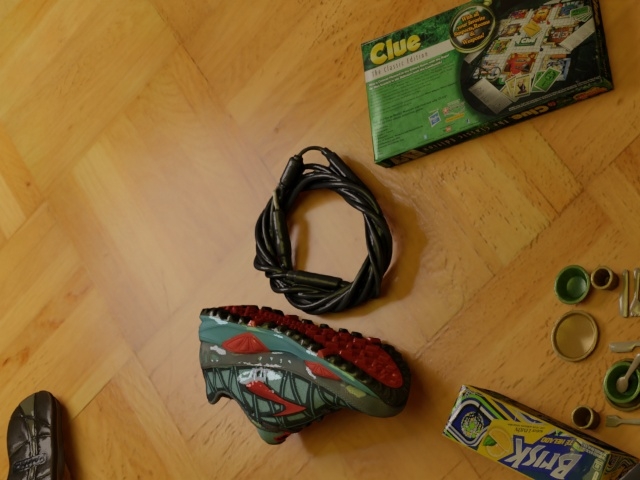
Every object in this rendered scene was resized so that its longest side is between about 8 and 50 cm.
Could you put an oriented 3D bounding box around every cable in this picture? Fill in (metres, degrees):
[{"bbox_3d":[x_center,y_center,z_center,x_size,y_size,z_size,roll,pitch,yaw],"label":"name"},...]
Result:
[{"bbox_3d":[0.000,0.000,1.827,0.150,0.047,0.184,-51,55,14],"label":"cable"}]

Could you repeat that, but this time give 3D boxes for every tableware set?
[{"bbox_3d":[0.250,0.095,1.630,0.104,0.024,0.154,-6,74,36],"label":"tableware set"}]

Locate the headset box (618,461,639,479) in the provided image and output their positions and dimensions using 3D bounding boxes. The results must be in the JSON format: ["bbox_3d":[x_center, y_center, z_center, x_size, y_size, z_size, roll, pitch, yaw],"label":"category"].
[{"bbox_3d":[0.350,0.257,1.340,0.110,0.293,0.218,-46,55,18],"label":"headset box"}]

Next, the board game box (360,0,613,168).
[{"bbox_3d":[0.158,-0.172,1.771,0.259,0.030,0.136,-18,69,32],"label":"board game box"}]

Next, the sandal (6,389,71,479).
[{"bbox_3d":[-0.310,0.271,1.977,0.090,0.060,0.219,-20,51,24],"label":"sandal"}]

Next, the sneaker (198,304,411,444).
[{"bbox_3d":[-0.016,0.145,1.784,0.262,0.104,0.125,17,105,42],"label":"sneaker"}]

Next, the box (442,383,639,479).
[{"bbox_3d":[0.196,0.185,1.621,0.169,0.059,0.054,23,93,39],"label":"box"}]
